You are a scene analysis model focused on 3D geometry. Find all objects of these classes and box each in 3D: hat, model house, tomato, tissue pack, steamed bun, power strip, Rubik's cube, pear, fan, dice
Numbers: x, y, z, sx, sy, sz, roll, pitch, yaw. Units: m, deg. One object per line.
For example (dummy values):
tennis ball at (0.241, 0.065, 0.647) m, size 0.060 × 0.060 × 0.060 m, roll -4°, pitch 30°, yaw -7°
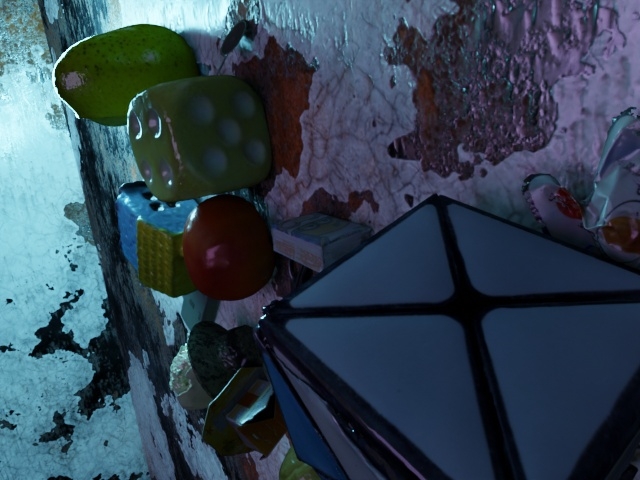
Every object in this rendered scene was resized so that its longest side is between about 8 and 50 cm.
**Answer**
hat at (-0.218, 0.302, 1.180) m, size 0.128 × 0.265 × 0.266 m, roll -34°, pitch 73°, yaw 14°
model house at (-0.146, 0.435, 1.062) m, size 0.135 × 0.219 × 0.208 m, roll 0°, pitch 124°, yaw 43°
tomato at (-0.225, 0.021, 1.047) m, size 0.259 × 0.179 × 0.260 m, roll 22°, pitch 118°, yaw 48°
tissue pack at (0.000, 0.000, 0.802) m, size 0.155 × 0.115 × 0.065 m, roll 19°, pitch 119°, yaw 49°
steamed bun at (-0.399, 0.421, 1.410) m, size 0.199 × 0.170 × 0.226 m, roll 21°, pitch 123°, yaw 18°
power strip at (-0.403, 0.175, 1.432) m, size 0.194 × 0.059 × 0.265 m, roll 49°, pitch 137°, yaw 22°
Rubik's cube at (0.148, 0.179, 0.478) m, size 0.306 × 0.310 × 0.306 m, roll 32°, pitch 143°, yaw 41°
pear at (-0.511, -0.419, 1.135) m, size 0.342 × 0.317 × 0.239 m, roll 18°, pitch 122°, yaw 45°
fan at (-0.188, -0.397, 0.914) m, size 0.085 × 0.005 × 0.134 m, roll 4°, pitch 72°, yaw 47°
dice at (-0.262, -0.215, 0.963) m, size 0.238 × 0.226 × 0.234 m, roll 2°, pitch 109°, yaw 50°
model house at (-0.425, -0.004, 1.243) m, size 0.303 × 0.215 × 0.237 m, roll 47°, pitch 137°, yaw 36°

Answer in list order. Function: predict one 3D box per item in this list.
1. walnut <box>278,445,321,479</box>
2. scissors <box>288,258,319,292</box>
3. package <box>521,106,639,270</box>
walnut at (0.023, 0.500, 0.904) m, size 0.227 × 0.227 × 0.228 m, roll 24°, pitch 122°, yaw 45°
scissors at (-0.057, 0.137, 1.007) m, size 0.109 × 0.022 × 0.300 m, roll 49°, pitch 138°, yaw 34°
package at (0.331, 0.013, 0.433) m, size 0.270 × 0.071 × 0.194 m, roll 51°, pitch 143°, yaw 6°
